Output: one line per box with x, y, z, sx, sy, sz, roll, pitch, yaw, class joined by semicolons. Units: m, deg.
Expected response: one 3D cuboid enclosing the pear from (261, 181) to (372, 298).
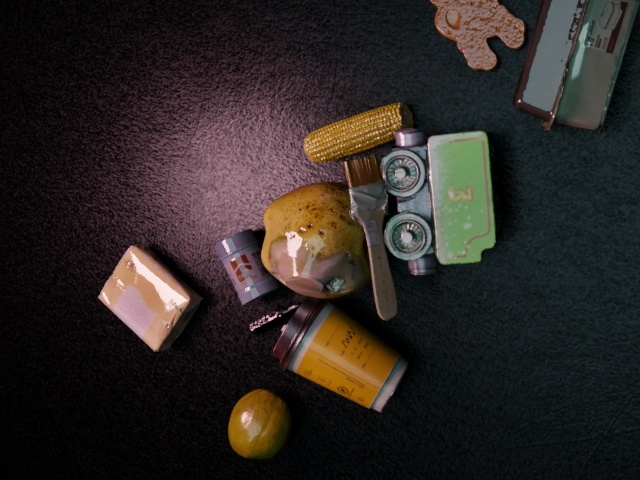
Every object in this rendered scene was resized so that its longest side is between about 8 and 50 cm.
0.000;0.000;1.850;0.271;0.271;0.271;3;98;22;pear

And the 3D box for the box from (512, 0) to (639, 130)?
0.475;-0.348;1.627;0.166;0.220;0.290;16;102;8;box

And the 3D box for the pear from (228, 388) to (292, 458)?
-0.139;0.431;2.021;0.149;0.149;0.162;23;87;19;pear

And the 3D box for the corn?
0.080;-0.232;1.879;0.248;0.081;0.081;-16;90;23;corn

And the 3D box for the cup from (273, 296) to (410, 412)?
0.048;0.253;1.904;0.280;0.196;0.196;30;107;8;cup

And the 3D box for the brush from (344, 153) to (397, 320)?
0.111;-0.002;1.728;0.085;0.020;0.336;-12;95;-9;brush

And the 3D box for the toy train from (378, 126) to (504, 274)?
0.252;-0.087;1.784;0.249;0.173;0.307;-4;94;15;toy train

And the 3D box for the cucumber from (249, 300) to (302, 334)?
-0.097;0.177;2.027;0.163;0.039;0.043;-32;105;25;cucumber

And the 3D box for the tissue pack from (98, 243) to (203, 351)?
-0.423;0.142;2.130;0.222;0.090;0.186;41;108;13;tissue pack

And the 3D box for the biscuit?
0.313;-0.465;1.777;0.144;0.040;0.236;-38;79;14;biscuit

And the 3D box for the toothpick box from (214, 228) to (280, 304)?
-0.171;0.061;2.009;0.101;0.101;0.153;-29;85;23;toothpick box
